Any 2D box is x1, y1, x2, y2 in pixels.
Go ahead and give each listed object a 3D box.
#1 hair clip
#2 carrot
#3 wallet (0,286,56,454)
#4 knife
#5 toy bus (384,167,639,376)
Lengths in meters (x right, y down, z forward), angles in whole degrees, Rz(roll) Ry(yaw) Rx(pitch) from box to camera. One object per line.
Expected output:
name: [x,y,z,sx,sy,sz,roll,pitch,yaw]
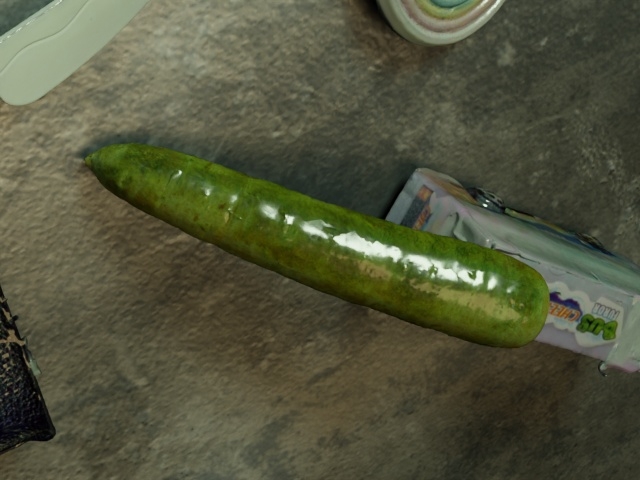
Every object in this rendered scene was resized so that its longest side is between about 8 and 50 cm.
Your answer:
hair clip: [0.082,-0.225,0.856,0.220,0.054,0.140,24,94,-43]
carrot: [0.000,0.000,0.827,0.359,0.074,0.074,19,106,-9]
wallet: [-0.317,0.069,0.753,0.221,0.071,0.262,-21,122,-16]
knife: [-0.187,-0.110,0.706,0.336,0.043,0.081,-39,156,-28]
toy bus: [0.198,0.040,1.018,0.317,0.138,0.112,17,107,-36]
